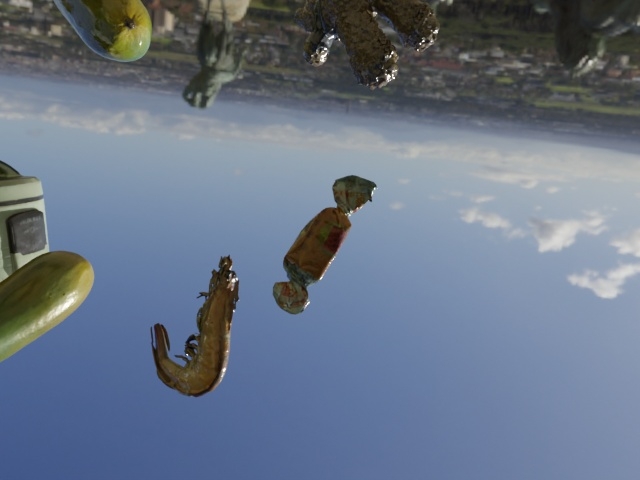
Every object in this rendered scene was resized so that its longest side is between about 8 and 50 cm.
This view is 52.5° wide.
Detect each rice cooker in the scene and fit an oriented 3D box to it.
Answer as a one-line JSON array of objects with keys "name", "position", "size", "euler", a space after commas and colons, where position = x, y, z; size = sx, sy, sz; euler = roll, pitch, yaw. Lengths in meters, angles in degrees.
[{"name": "rice cooker", "position": [-0.539, -0.013, 1.020], "size": [0.226, 0.244, 0.226], "euler": [-5, -172, 1]}]

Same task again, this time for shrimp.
[{"name": "shrimp", "position": [-0.160, 0.103, 0.815], "size": [0.124, 0.178, 0.034], "euler": [4, 174, 29]}]

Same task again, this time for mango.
[{"name": "mango", "position": [-0.401, 0.095, 0.852], "size": [0.237, 0.091, 0.137], "euler": [-40, -173, -36]}, {"name": "mango", "position": [-0.295, -0.306, 0.843], "size": [0.191, 0.085, 0.122], "euler": [38, 166, 17]}]

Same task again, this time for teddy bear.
[{"name": "teddy bear", "position": [0.050, -0.323, 0.902], "size": [0.182, 0.129, 0.251], "euler": [-37, -138, -11]}]

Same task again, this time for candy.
[{"name": "candy", "position": [0.000, 0.000, 0.746], "size": [0.053, 0.182, 0.046], "euler": [38, 166, -18]}]
